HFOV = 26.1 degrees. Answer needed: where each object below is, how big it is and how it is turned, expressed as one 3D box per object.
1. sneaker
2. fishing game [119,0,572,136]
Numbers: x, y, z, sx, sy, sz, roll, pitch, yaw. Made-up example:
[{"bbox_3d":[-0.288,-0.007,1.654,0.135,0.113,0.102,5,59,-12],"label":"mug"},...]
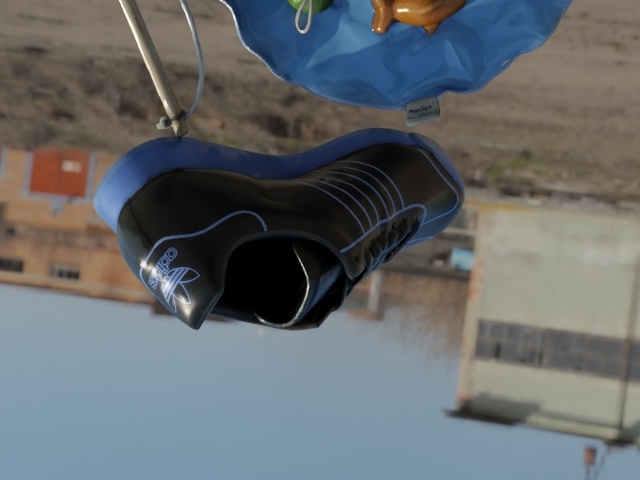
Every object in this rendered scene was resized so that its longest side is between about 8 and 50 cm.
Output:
[{"bbox_3d":[0.000,0.000,0.693,0.232,0.081,0.090,-6,-131,-42],"label":"sneaker"},{"bbox_3d":[0.031,-0.141,0.601,0.264,0.189,0.041,-18,-158,5],"label":"fishing game"}]
